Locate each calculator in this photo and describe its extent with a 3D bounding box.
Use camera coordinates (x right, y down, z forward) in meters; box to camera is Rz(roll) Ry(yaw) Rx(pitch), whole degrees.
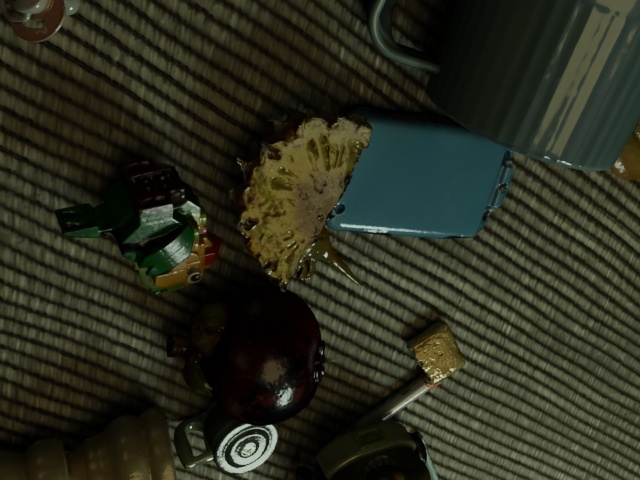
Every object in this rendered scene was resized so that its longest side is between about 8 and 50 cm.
[{"bbox_3d":[0.122,-0.081,1.234,0.293,0.051,0.173,4,117,-27],"label":"calculator"}]

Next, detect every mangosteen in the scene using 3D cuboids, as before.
[{"bbox_3d":[-0.093,0.141,1.197,0.200,0.200,0.200,-12,122,-20],"label":"mangosteen"}]

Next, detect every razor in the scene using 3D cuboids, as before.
[{"bbox_3d":[0.187,0.388,1.542,0.036,0.084,0.211,-19,119,18],"label":"razor"}]

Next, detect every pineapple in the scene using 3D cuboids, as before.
[{"bbox_3d":[-0.047,-0.067,1.125,0.135,0.079,0.233,23,101,-18],"label":"pineapple"}]

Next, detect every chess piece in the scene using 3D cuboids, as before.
[{"bbox_3d":[-0.312,0.301,1.196,0.261,0.143,0.142,-10,121,-17],"label":"chess piece"}]

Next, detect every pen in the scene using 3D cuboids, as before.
[{"bbox_3d":[0.110,0.244,1.431,0.239,0.028,0.028,-34,127,-4],"label":"pen"}]

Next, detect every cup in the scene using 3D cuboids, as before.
[{"bbox_3d":[0.255,-0.266,1.067,0.331,0.257,0.311,6,116,-31],"label":"cup"}]

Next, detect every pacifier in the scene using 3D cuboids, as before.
[{"bbox_3d":[-0.271,-0.243,0.946,0.078,0.081,0.099,0,99,-64],"label":"pacifier"}]

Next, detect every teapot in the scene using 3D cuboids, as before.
[{"bbox_3d":[-0.128,0.250,1.278,0.124,0.091,0.092,11,111,-37],"label":"teapot"}]

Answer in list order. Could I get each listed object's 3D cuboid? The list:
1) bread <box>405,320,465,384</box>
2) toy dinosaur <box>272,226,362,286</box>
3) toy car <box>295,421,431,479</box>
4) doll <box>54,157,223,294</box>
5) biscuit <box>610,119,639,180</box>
[{"bbox_3d":[0.170,0.164,1.402,0.070,0.035,0.083,-35,107,-6],"label":"bread"},{"bbox_3d":[0.000,0.000,1.229,0.162,0.039,0.126,3,114,-30],"label":"toy dinosaur"},{"bbox_3d":[0.083,0.406,1.389,0.204,0.198,0.248,-12,135,-23],"label":"toy car"},{"bbox_3d":[-0.190,-0.007,1.087,0.134,0.106,0.186,-33,143,1],"label":"doll"},{"bbox_3d":[0.540,-0.181,1.390,0.299,0.045,0.154,-39,129,-1],"label":"biscuit"}]
